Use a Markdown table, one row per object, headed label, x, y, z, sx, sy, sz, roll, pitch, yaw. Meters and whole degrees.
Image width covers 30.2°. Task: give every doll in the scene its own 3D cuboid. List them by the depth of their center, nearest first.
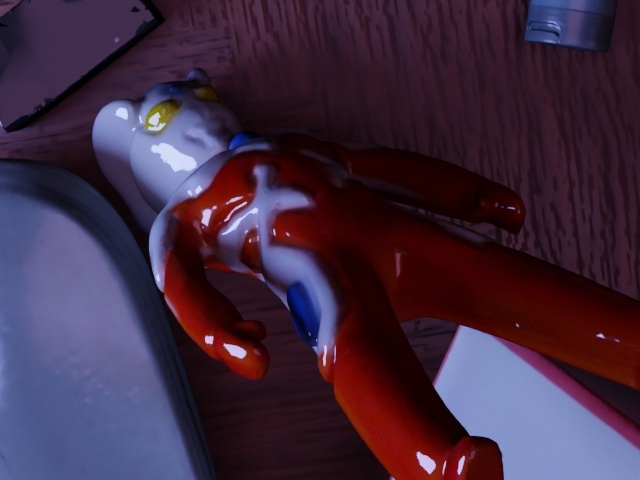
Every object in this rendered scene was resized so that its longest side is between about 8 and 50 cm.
| label | x | y | z | sx | sy | sz | roll | pitch | yaw |
| --- | --- | --- | --- | --- | --- | --- | --- | --- | --- |
| doll | 0.000 | 0.000 | 0.616 | 0.188 | 0.384 | 0.099 | -25 | 126 | -31 |

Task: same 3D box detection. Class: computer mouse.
| label | x | y | z | sx | sy | sz | roll | pitch | yaw |
| --- | --- | --- | --- | --- | --- | --- | --- | --- | --- |
| computer mouse | -0.166 | 0.109 | 0.716 | 0.197 | 0.095 | 0.331 | -13 | 103 | 30 |

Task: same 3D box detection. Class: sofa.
| label | x | y | z | sx | sy | sz | roll | pitch | yaw |
| --- | --- | --- | --- | --- | --- | --- | --- | --- | --- |
| sofa | -0.160 | -0.123 | 0.724 | 0.118 | 0.039 | 0.060 | -36 | 100 | 6 |

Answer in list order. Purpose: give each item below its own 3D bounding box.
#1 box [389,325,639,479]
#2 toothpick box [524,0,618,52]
| label | x | y | z | sx | sy | sz | roll | pitch | yaw |
| --- | --- | --- | --- | --- | --- | --- | --- | --- | --- |
| box | 0.201 | 0.256 | 0.618 | 0.300 | 0.314 | 0.312 | 18 | 101 | -30 |
| toothpick box | 0.154 | -0.158 | 0.709 | 0.052 | 0.052 | 0.083 | 8 | 99 | -1 |
